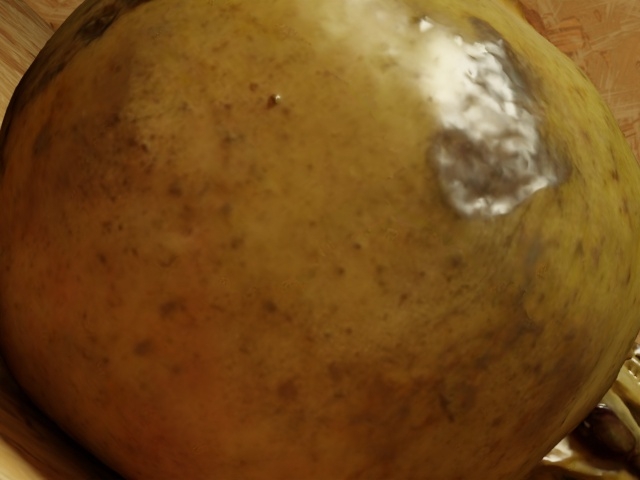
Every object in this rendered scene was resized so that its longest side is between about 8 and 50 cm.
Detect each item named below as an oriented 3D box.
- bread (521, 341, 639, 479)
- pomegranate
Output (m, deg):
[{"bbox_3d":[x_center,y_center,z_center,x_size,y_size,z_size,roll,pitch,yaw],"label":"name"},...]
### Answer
[{"bbox_3d":[0.170,0.176,1.300,0.314,0.192,0.370,35,-8,-23],"label":"bread"},{"bbox_3d":[0.000,0.000,0.756,0.281,0.281,0.281,42,2,-2],"label":"pomegranate"}]
